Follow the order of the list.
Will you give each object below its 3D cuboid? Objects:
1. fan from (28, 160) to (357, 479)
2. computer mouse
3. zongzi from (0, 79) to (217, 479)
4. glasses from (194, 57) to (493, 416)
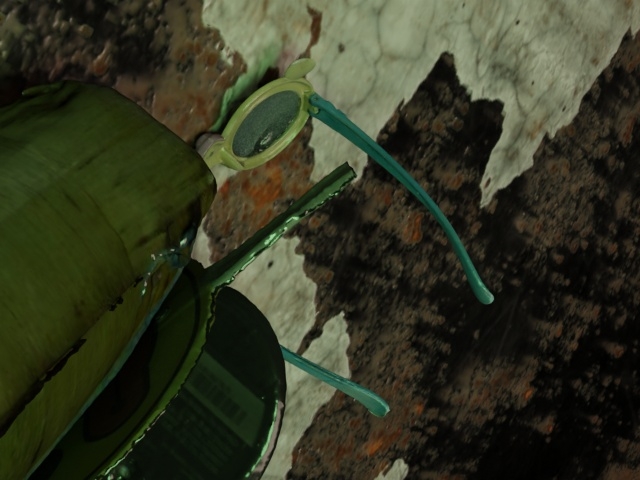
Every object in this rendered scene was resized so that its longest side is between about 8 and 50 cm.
[{"bbox_3d":[-0.112,0.063,0.794,0.335,0.229,0.011,-39,113,5],"label":"fan"},{"bbox_3d":[-0.118,0.147,0.892,0.264,0.147,0.088,-47,165,1],"label":"computer mouse"},{"bbox_3d":[-0.220,0.098,0.771,0.323,0.160,0.360,-44,170,-50],"label":"zongzi"},{"bbox_3d":[-0.009,0.012,0.953,0.189,0.220,0.088,-45,-177,-29],"label":"glasses"}]
